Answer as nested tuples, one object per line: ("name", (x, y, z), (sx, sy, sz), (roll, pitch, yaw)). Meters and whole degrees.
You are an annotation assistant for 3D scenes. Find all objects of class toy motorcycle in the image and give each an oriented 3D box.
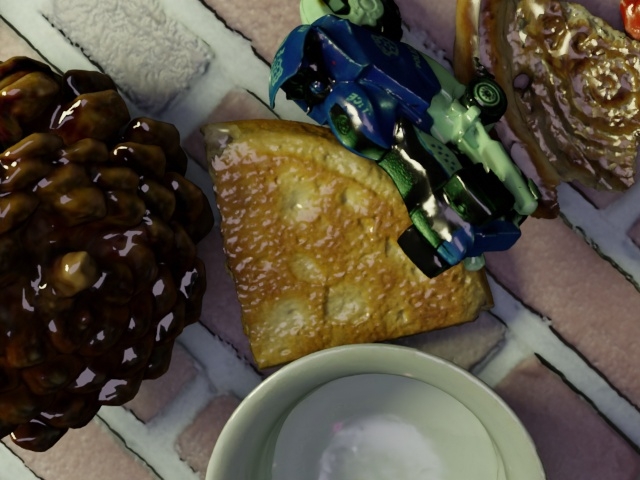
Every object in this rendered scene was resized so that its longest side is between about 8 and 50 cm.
("toy motorcycle", (0.071, -0.118, 1.605), (0.331, 0.196, 0.125), (55, 141, 14))

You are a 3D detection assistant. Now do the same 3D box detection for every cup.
("cup", (0.062, 0.258, 1.701), (0.347, 0.163, 0.347), (1, 100, 5))

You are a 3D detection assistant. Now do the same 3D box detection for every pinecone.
("pinecone", (-0.320, 0.010, 1.620), (0.397, 0.398, 0.398), (1, 99, 6))

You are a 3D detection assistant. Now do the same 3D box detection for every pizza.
("pizza", (0.030, -0.017, 1.683), (0.268, 0.087, 0.258), (-11, 110, -1))

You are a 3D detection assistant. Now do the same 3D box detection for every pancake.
("pancake", (0.214, -0.139, 1.661), (0.257, 0.056, 0.212), (35, 114, 12))

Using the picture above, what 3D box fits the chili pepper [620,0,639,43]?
("chili pepper", (0.345, -0.200, 1.643), (0.070, 0.073, 0.123), (-28, 100, -32))
